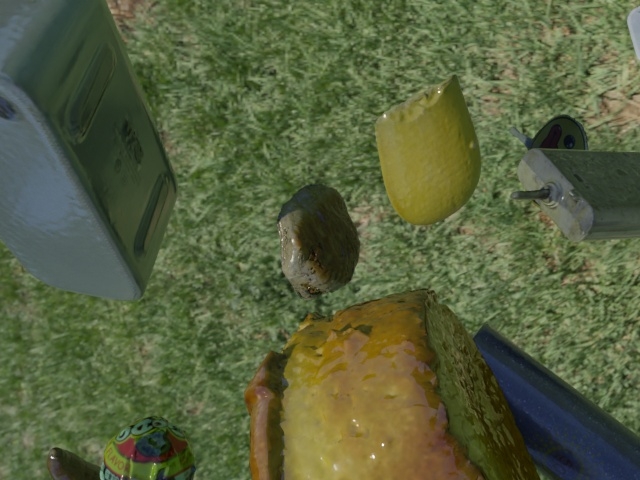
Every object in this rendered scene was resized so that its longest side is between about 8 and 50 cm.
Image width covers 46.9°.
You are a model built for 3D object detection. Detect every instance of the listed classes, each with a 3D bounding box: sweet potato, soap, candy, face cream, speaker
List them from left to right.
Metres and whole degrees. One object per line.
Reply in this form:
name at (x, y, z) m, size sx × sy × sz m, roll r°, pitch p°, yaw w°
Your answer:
speaker at (-0.303, -0.110, 0.876) m, size 0.183 × 0.184 × 0.406 m, roll 8°, pitch 147°, yaw 12°
sweet potato at (-0.354, 0.375, 1.114) m, size 0.077 × 0.077 × 0.244 m, roll 40°, pitch 165°, yaw 30°
candy at (-0.189, 0.323, 0.756) m, size 0.083 × 0.091 × 0.306 m, roll -115°, pitch 35°, yaw -73°
soap at (0.305, -0.234, 2.045) m, size 0.115 × 0.306 × 0.427 m, roll 40°, pitch 157°, yaw 50°
face cream at (0.224, 0.178, 0.588) m, size 0.283 × 0.073 × 0.073 m, roll 37°, pitch 125°, yaw 15°

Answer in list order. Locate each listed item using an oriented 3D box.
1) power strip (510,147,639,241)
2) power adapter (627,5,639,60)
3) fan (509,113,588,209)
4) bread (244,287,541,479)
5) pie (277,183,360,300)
power strip at (0.263, -0.041, 0.633) m, size 0.092 × 0.267 × 0.034 m, roll 61°, pitch 141°, yaw 38°
power adapter at (0.758, -0.429, 1.589) m, size 0.125 × 0.204 × 0.130 m, roll -19°, pitch 74°, yaw 34°
fan at (0.538, -0.203, 1.772) m, size 0.335 × 0.011 × 0.230 m, roll -120°, pitch 40°, yaw -56°
bread at (0.061, 0.156, 0.492) m, size 0.145 × 0.268 × 0.269 m, roll -24°, pitch 82°, yaw 16°
pie at (0.000, 0.000, 1.085) m, size 0.079 × 0.193 × 0.163 m, roll -12°, pitch 111°, yaw 31°
